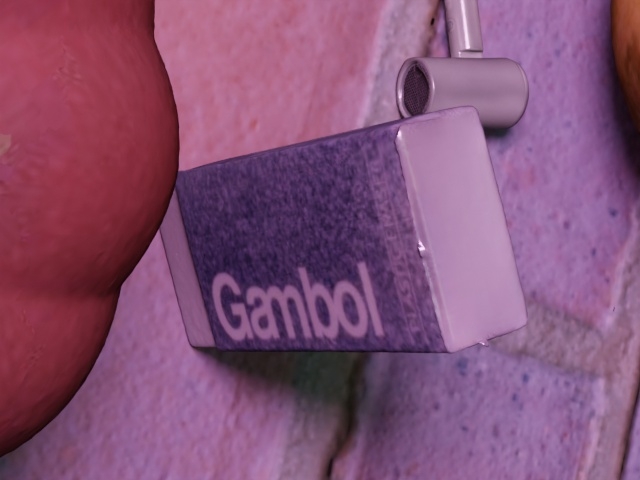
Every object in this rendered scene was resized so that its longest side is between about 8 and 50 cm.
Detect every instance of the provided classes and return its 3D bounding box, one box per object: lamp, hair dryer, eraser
[{"bbox_3d":[-0.193,-0.047,0.618,0.305,0.239,0.305,1,96,14],"label":"lamp"},{"bbox_3d":[0.069,-0.119,0.897,0.063,0.038,0.124,-2,82,-30],"label":"hair dryer"},{"bbox_3d":[0.000,0.000,0.743,0.046,0.212,0.091,-17,97,-32],"label":"eraser"}]

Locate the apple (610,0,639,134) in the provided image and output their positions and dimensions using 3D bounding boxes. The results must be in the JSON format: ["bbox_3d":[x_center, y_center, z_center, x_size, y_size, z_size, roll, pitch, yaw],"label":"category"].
[{"bbox_3d":[0.323,-0.128,0.869,0.364,0.364,0.363,2,86,-30],"label":"apple"}]
